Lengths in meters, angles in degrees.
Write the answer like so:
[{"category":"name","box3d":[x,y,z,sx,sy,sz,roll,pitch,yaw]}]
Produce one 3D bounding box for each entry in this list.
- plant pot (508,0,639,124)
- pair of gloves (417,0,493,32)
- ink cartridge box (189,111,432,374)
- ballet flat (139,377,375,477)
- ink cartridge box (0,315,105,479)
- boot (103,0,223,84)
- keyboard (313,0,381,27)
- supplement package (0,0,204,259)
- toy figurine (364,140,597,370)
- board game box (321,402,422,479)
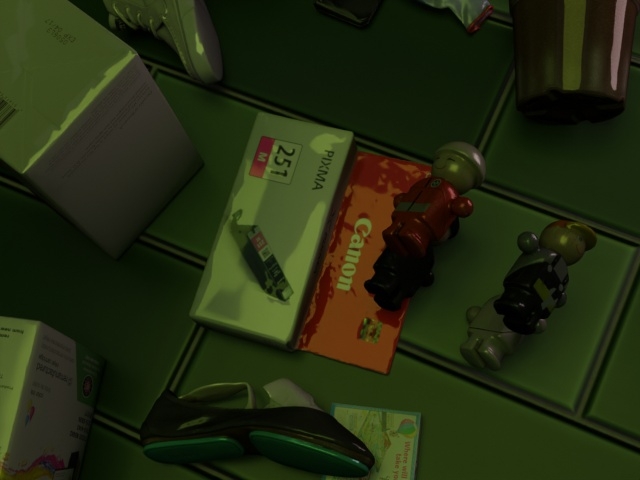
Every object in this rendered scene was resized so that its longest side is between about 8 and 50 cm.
[{"category":"plant pot","box3d":[0.299,-0.232,1.192,0.167,0.167,0.165,2,81,9]},{"category":"pair of gloves","box3d":[0.196,-0.371,1.310,0.198,0.023,0.159,-44,79,-7]},{"category":"ink cartridge box","box3d":[0.000,0.000,1.207,0.239,0.060,0.275,13,74,14]},{"category":"ballet flat","box3d":[-0.071,0.201,1.122,0.281,0.095,0.096,1,57,18]},{"category":"ink cartridge box","box3d":[-0.350,0.237,1.104,0.117,0.201,0.278,6,73,11]},{"category":"boot","box3d":[-0.215,-0.294,1.328,0.123,0.095,0.258,-22,62,7]},{"category":"keyboard","box3d":[0.054,-0.374,1.341,0.108,0.023,0.180,26,77,9]},{"category":"supplement package","box3d":[-0.284,-0.130,1.167,0.177,0.293,0.175,37,80,18]},{"category":"toy figurine","box3d":[0.170,0.018,1.096,0.210,0.213,0.148,32,64,11]},{"category":"board game box","box3d":[0.054,0.265,1.127,0.104,0.026,0.154,5,73,11]}]
